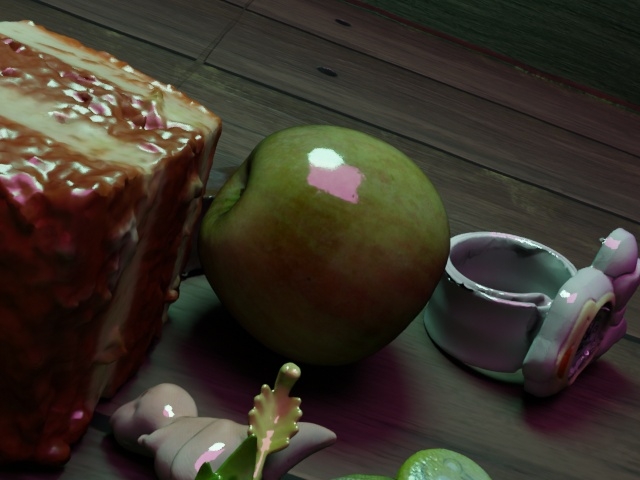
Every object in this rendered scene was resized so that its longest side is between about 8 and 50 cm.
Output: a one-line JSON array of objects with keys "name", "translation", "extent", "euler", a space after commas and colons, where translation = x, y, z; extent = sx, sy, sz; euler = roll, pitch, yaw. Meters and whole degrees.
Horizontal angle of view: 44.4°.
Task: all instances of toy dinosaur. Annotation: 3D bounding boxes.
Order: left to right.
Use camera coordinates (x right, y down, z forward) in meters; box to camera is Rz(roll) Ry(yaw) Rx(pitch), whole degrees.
[{"name": "toy dinosaur", "translation": [-0.080, 0.185, 0.630], "extent": [0.194, 0.152, 0.177], "euler": [-20, 29, 9]}]

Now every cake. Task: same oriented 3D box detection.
[{"name": "cake", "translation": [-0.258, -0.022, 0.687], "extent": [0.270, 0.270, 0.319], "euler": [24, 29, 4]}]

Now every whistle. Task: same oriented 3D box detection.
[{"name": "whistle", "translation": [0.078, 0.252, 0.687], "extent": [0.198, 0.057, 0.104], "euler": [-15, 50, -38]}]

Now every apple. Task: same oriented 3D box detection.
[{"name": "apple", "translation": [0.000, 0.000, 0.837], "extent": [0.233, 0.257, 0.257], "euler": [33, 25, -16]}]

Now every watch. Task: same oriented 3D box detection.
[{"name": "watch", "translation": [0.263, 0.064, 1.005], "extent": [0.217, 0.211, 0.248], "euler": [30, 36, 32]}]

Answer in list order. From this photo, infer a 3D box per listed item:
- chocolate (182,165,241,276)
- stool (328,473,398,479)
[{"name": "chocolate", "translation": [-0.111, -0.038, 1.007], "extent": [0.321, 0.112, 0.112], "euler": [-11, 33, -44]}, {"name": "stool", "translation": [0.014, 0.304, 0.292], "extent": [0.226, 0.311, 0.310], "euler": [-20, 48, -42]}]
